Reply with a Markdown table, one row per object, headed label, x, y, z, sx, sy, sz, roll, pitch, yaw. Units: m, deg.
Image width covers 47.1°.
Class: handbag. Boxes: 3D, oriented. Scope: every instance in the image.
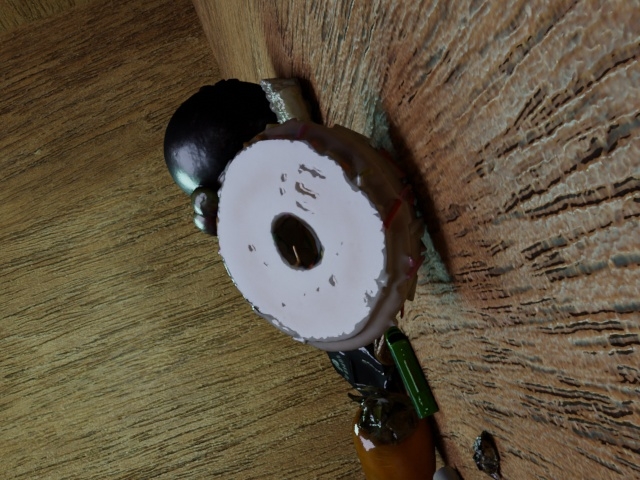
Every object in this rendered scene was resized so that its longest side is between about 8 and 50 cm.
| label | x | y | z | sx | sy | sz | roll | pitch | yaw |
| --- | --- | --- | --- | --- | --- | --- | --- | --- | --- |
| handbag | 0.127 | 0.335 | 2.038 | 0.288 | 0.152 | 0.342 | 42 | 156 | 49 |

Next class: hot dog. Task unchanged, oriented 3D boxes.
| label | x | y | z | sx | sy | sz | roll | pitch | yaw |
| --- | --- | --- | --- | --- | --- | --- | --- | --- | --- |
| hot dog | 0.153 | 0.238 | 1.780 | 0.099 | 0.065 | 0.147 | -105 | -3 | -48 |

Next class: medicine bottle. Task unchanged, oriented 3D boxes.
| label | x | y | z | sx | sy | sz | roll | pitch | yaw |
| --- | --- | --- | --- | --- | --- | --- | --- | --- | --- |
| medicine bottle | 0.320 | 0.596 | 1.615 | 0.231 | 0.059 | 0.059 | -122 | 12 | -60 |

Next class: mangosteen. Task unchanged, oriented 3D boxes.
| label | x | y | z | sx | sy | sz | roll | pitch | yaw |
| --- | --- | --- | --- | --- | --- | --- | --- | --- | --- |
| mangosteen | -0.219 | -0.204 | 1.947 | 0.382 | 0.382 | 0.435 | 157 | 100 | -84 |

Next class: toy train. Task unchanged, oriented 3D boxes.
| label | x | y | z | sx | sy | sz | roll | pitch | yaw |
| --- | --- | --- | --- | --- | --- | --- | --- | --- | --- |
| toy train | 0.201 | 0.292 | 1.644 | 0.042 | 0.044 | 0.209 | 97 | 150 | -78 |

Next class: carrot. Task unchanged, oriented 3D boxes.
| label | x | y | z | sx | sy | sz | roll | pitch | yaw |
| --- | --- | --- | --- | --- | --- | --- | --- | --- | --- |
| carrot | 0.180 | 0.475 | 1.794 | 0.193 | 0.214 | 0.331 | 7 | 136 | 32 |

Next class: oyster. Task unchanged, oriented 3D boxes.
| label | x | y | z | sx | sy | sz | roll | pitch | yaw |
| --- | --- | --- | --- | --- | --- | --- | --- | --- | --- |
| oyster | 0.284 | 0.372 | 1.290 | 0.086 | 0.029 | 0.132 | -123 | 11 | -60 |

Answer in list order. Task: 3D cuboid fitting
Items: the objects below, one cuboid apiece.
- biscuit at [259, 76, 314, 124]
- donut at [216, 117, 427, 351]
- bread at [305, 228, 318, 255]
| label | x | y | z | sx | sy | sz | roll | pitch | yaw |
| --- | --- | --- | --- | --- | --- | --- | --- | --- | --- |
| biscuit | -0.065 | -0.302 | 1.706 | 0.281 | 0.084 | 0.179 | -122 | 7 | -67 |
| donut | 0.001 | -0.012 | 1.174 | 0.382 | 0.142 | 0.382 | 15 | 116 | 34 |
| bread | 0.000 | 0.000 | 1.431 | 0.111 | 0.246 | 0.239 | -124 | 13 | -52 |
